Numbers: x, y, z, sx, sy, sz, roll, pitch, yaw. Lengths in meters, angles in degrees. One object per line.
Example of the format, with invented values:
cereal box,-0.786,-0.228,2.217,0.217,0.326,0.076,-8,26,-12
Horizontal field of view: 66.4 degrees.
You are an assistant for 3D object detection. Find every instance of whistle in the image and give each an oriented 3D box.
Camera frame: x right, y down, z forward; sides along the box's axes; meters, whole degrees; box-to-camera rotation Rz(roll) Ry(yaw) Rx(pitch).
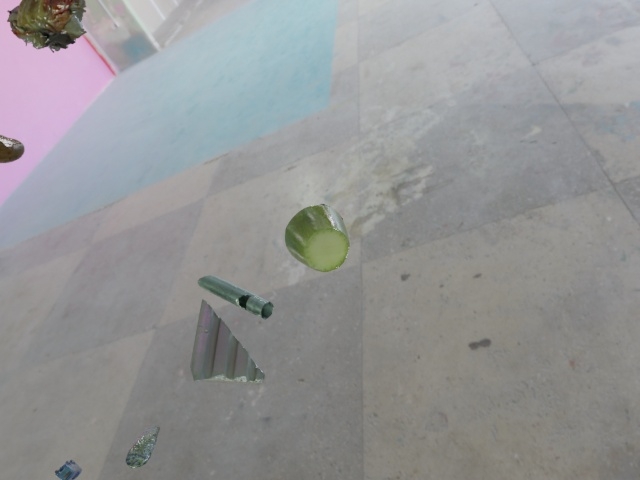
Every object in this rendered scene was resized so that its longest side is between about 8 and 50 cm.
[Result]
whistle,-0.289,0.181,1.636,0.312,0.062,0.062,19,60,34

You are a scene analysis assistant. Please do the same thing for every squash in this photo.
squash,0.000,0.000,1.247,0.170,0.170,0.123,-35,27,-3

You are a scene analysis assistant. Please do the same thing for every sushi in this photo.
sushi,-0.531,-0.427,0.955,0.226,0.103,0.097,-1,60,35

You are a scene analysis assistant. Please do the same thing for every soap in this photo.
soap,-0.318,0.370,1.761,0.258,0.159,0.302,5,66,-5

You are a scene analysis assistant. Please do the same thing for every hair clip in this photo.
hair clip,-0.514,0.595,1.447,0.066,0.036,0.229,-2,6,-3

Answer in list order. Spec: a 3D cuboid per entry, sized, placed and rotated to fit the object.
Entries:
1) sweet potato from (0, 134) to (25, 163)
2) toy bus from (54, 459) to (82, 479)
sweet potato,-0.779,-0.249,0.989,0.092,0.341,0.114,26,77,38
toy bus,-0.863,0.792,1.678,0.051,0.061,0.153,-47,-5,-26
